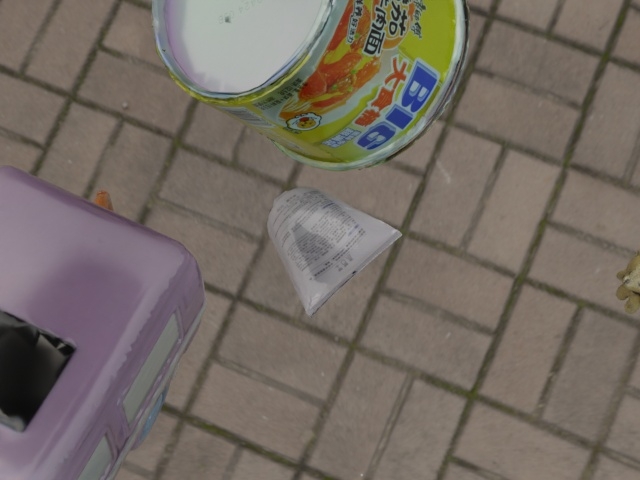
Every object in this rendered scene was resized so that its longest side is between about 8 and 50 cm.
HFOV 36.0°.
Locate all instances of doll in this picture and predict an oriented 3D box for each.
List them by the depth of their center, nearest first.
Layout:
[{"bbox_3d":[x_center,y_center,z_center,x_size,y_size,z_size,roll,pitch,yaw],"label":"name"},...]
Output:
[{"bbox_3d":[0.393,0.054,1.209,0.051,0.093,0.061,-33,63,-2],"label":"doll"}]

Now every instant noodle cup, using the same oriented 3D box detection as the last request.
[{"bbox_3d":[-0.018,-0.158,0.712,0.205,0.153,0.205,-4,83,34],"label":"instant noodle cup"}]

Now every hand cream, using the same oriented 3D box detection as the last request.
[{"bbox_3d":[0.000,0.000,0.720,0.084,0.142,0.053,-43,123,-2],"label":"hand cream"}]

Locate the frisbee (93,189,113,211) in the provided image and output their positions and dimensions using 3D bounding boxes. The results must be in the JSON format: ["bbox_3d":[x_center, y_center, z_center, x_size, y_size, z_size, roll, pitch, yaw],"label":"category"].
[{"bbox_3d":[-0.198,0.051,0.893,0.035,0.192,0.192,-7,76,-8],"label":"frisbee"}]

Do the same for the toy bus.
[{"bbox_3d":[-0.158,0.080,0.484,0.142,0.142,0.202,25,52,1],"label":"toy bus"}]
